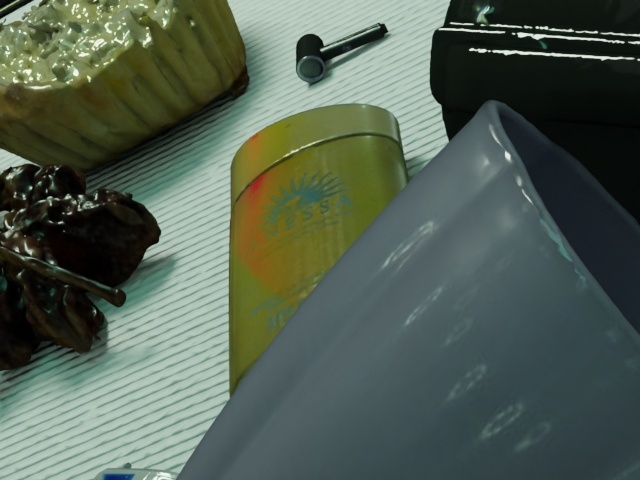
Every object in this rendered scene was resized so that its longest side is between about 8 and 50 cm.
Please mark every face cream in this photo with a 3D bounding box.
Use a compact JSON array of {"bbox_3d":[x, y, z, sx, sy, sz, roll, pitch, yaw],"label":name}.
[{"bbox_3d":[0.000,0.000,1.073,0.139,0.067,0.285,-25,31,13],"label":"face cream"}]

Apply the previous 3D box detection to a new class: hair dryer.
[{"bbox_3d":[0.017,-0.167,1.336,0.083,0.026,0.047,-23,33,15],"label":"hair dryer"}]

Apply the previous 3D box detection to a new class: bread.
[{"bbox_3d":[-0.199,-0.164,1.427,0.274,0.149,0.274,-26,25,13],"label":"bread"}]

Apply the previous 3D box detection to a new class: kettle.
[{"bbox_3d":[0.218,-0.096,0.810,0.308,0.262,0.203,15,76,51],"label":"kettle"}]

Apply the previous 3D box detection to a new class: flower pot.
[{"bbox_3d":[0.073,0.112,0.692,0.243,0.265,0.265,-40,28,18],"label":"flower pot"}]

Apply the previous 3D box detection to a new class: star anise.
[{"bbox_3d":[-0.238,0.014,1.242,0.220,0.126,0.190,-26,27,21],"label":"star anise"}]

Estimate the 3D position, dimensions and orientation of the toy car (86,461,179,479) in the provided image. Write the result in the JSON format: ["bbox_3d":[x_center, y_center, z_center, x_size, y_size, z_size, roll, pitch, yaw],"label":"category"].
[{"bbox_3d":[-0.105,0.176,0.926,0.170,0.070,0.080,-5,41,42],"label":"toy car"}]

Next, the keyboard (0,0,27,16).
[{"bbox_3d":[-0.391,-0.308,1.943,0.317,0.027,0.106,-27,32,16],"label":"keyboard"}]
